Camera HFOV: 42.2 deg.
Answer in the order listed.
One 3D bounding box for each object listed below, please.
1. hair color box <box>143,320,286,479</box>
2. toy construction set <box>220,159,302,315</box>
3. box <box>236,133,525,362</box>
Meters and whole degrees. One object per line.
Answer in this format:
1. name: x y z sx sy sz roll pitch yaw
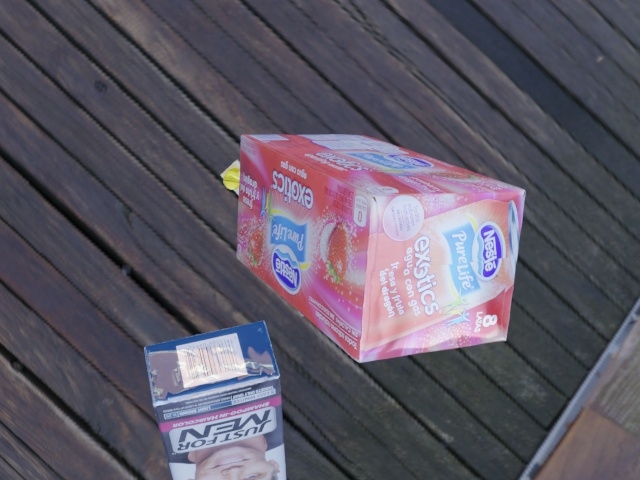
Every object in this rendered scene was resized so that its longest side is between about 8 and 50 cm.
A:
1. hair color box: -0.145 0.279 1.227 0.174 0.347 0.105 -11 48 -10
2. toy construction set: 0.000 0.000 1.282 0.215 0.151 0.327 -14 120 14
3. box: 0.039 -0.012 0.796 0.154 0.300 0.142 -4 107 -26
